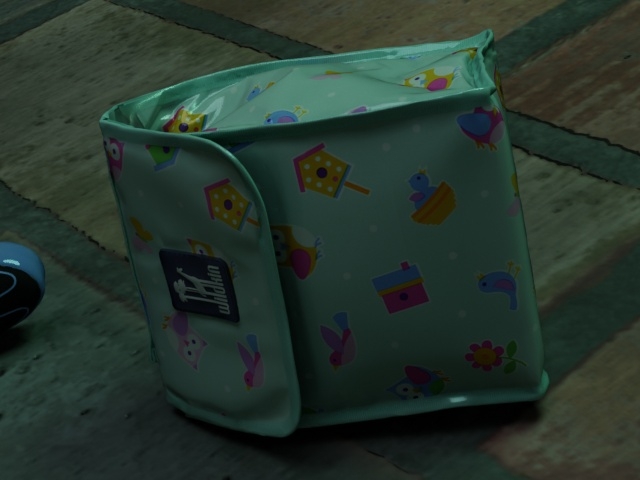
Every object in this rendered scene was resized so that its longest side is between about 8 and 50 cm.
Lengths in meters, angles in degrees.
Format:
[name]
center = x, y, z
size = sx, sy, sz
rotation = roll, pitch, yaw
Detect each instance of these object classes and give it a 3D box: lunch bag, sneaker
[lunch bag]
center = 0.000, 0.000, 0.957
size = 0.262, 0.223, 0.160
rotation = -8, 25, 8
[sneaker]
center = -0.306, 0.080, 1.087
size = 0.232, 0.081, 0.090
rotation = -23, 36, -3
